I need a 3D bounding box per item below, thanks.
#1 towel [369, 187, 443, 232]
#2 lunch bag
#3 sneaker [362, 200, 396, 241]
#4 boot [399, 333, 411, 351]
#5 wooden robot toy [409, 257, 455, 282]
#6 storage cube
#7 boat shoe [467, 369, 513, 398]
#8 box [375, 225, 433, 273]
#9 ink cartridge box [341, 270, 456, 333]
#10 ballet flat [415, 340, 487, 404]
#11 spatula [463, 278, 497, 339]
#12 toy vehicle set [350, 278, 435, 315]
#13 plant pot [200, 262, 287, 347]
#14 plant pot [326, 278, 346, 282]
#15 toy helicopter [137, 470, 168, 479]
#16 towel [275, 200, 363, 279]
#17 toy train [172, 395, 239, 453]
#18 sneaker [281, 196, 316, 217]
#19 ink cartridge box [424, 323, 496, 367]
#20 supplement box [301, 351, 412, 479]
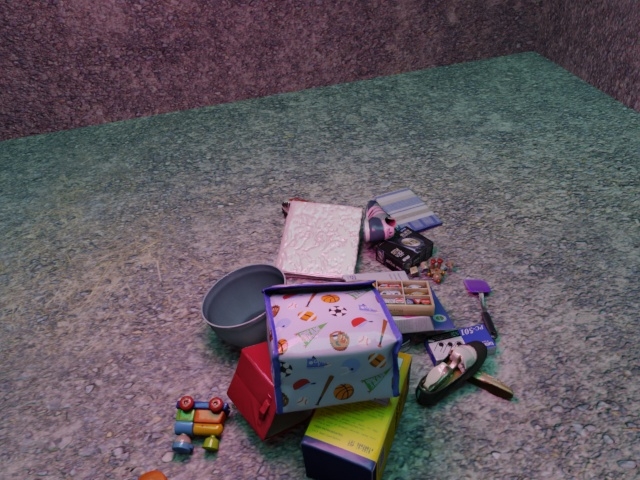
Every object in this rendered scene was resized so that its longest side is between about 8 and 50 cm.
[{"bbox_3d":[0.372,-0.127,2.176,0.209,0.034,0.285,-17,44,-18],"label":"towel"},{"bbox_3d":[0.012,0.233,1.341,0.327,0.239,0.385,-3,26,-8],"label":"lunch bag"},{"bbox_3d":[0.247,-0.078,2.040,0.130,0.112,0.319,-2,27,11],"label":"sneaker"},{"bbox_3d":[0.206,0.332,1.620,0.189,0.086,0.069,-15,42,-12],"label":"boot"},{"bbox_3d":[0.427,0.120,1.862,0.173,0.076,0.079,-6,52,-1],"label":"wooden robot toy"},{"bbox_3d":[-0.124,0.417,1.429,0.214,0.184,0.193,-9,39,-46],"label":"storage cube"},{"bbox_3d":[0.514,0.427,1.509,0.152,0.056,0.048,18,50,34],"label":"boat shoe"},{"bbox_3d":[0.329,0.041,1.951,0.180,0.078,0.147,-31,48,-27],"label":"box"},{"bbox_3d":[0.255,0.204,1.702,0.329,0.072,0.324,-5,24,-4],"label":"ink cartridge box"},{"bbox_3d":[0.399,0.385,1.492,0.280,0.096,0.095,-38,46,-17],"label":"ballet flat"},{"bbox_3d":[0.574,0.232,1.745,0.084,0.030,0.297,0,41,1],"label":"spatula"},{"bbox_3d":[0.228,0.184,1.621,0.266,0.035,0.166,1,25,3],"label":"toy vehicle set"},{"bbox_3d":[-0.221,0.245,1.655,0.292,0.196,0.293,-14,34,10],"label":"plant pot"},{"bbox_3d":[0.010,0.263,1.649,0.187,0.167,0.188,-9,40,6],"label":"plant pot"},{"bbox_3d":[-0.313,0.718,1.192,0.354,0.140,0.235,6,44,9],"label":"toy helicopter"},{"bbox_3d":[0.000,0.000,1.976,0.316,0.053,0.332,6,62,10],"label":"towel"},{"bbox_3d":[-0.299,0.537,1.432,0.247,0.105,0.144,2,54,3],"label":"toy train"},{"bbox_3d":[-0.039,-0.128,2.165,0.278,0.107,0.118,28,41,28],"label":"sneaker"},{"bbox_3d":[0.454,0.341,1.618,0.206,0.046,0.097,-11,42,-8],"label":"ink cartridge box"},{"bbox_3d":[0.111,0.482,1.375,0.194,0.195,0.357,14,45,20],"label":"supplement box"}]
